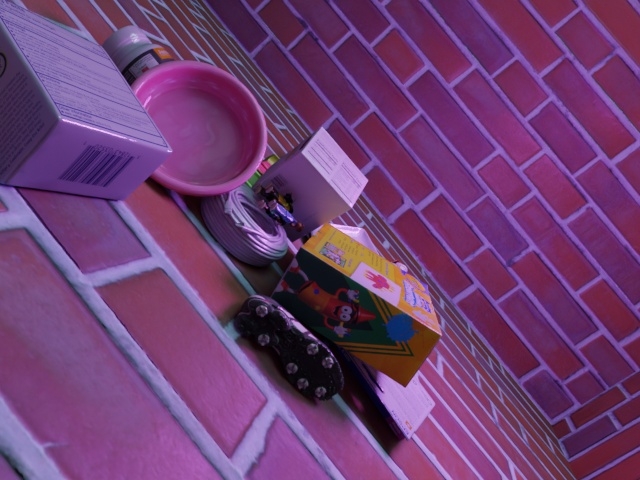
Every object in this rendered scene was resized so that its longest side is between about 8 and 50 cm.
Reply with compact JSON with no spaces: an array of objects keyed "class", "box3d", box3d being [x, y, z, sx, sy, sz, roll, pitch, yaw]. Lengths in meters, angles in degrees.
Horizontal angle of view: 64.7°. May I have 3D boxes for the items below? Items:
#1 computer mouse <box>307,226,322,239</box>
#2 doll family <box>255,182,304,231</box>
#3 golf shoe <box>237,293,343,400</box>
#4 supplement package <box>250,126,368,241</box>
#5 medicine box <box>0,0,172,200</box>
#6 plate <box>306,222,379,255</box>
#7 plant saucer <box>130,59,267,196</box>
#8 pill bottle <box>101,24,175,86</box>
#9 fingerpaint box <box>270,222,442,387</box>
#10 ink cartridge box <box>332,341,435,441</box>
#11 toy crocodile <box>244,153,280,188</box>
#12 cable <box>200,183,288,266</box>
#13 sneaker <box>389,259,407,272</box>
[{"class":"computer mouse","box3d":[0.000,0.000,1.699,0.106,0.042,0.193,6,39,-29]},{"class":"doll family","box3d":[-0.104,-0.082,1.317,0.111,0.076,0.193,47,19,-33]},{"class":"golf shoe","box3d":[-0.051,0.210,1.047,0.273,0.105,0.120,48,8,-9]},{"class":"supplement package","box3d":[-0.040,-0.152,1.431,0.204,0.261,0.145,47,44,-15]},{"class":"medicine box","box3d":[-0.446,-0.232,0.860,0.289,0.149,0.263,53,15,13]},{"class":"plate","box3d":[0.083,0.043,1.782,0.277,0.045,0.278,7,39,-29]},{"class":"plant saucer","box3d":[-0.294,-0.256,1.190,0.332,0.332,0.084,49,-28,-5]},{"class":"pill bottle","box3d":[-0.426,-0.401,1.308,0.278,0.162,0.162,49,15,-5]},{"class":"fingerpaint box","box3d":[0.101,0.139,1.326,0.371,0.163,0.445,32,12,1]},{"class":"ink cartridge box","box3d":[0.153,0.357,1.348,0.324,0.071,0.330,54,18,17]},{"class":"toy crocodile","box3d":[-0.195,-0.211,1.631,0.115,0.105,0.340,49,15,-5]},{"class":"cable","box3d":[-0.188,-0.045,1.286,0.257,0.089,0.257,39,18,-38]},{"class":"sneaker","box3d":[0.319,0.158,2.213,0.106,0.123,0.290,48,18,-14]}]
